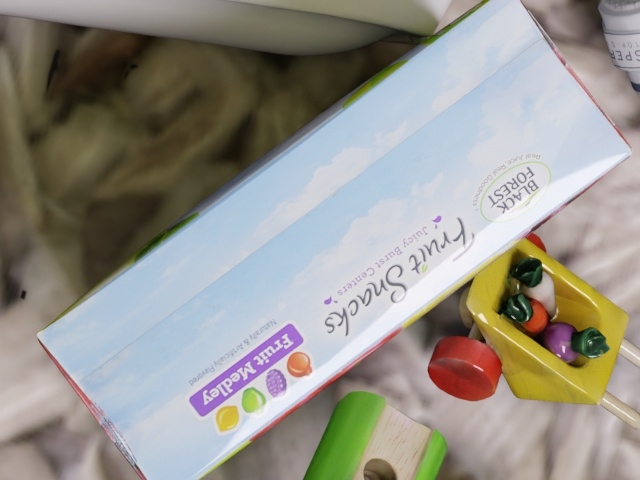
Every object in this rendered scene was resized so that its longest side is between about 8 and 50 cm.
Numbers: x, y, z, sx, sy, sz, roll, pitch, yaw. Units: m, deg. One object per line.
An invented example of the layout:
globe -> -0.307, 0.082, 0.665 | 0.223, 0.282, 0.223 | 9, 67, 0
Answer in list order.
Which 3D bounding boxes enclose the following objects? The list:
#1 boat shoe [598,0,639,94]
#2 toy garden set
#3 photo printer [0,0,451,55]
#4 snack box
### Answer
boat shoe -> 0.250, -0.129, 0.723 | 0.302, 0.109, 0.094 | -30, 111, 5
toy garden set -> 0.116, 0.118, 0.690 | 0.244, 0.049, 0.204 | 32, 56, -9
photo printer -> -0.074, -0.203, 0.685 | 0.307, 0.107, 0.256 | 9, 91, -4
snack box -> 0.000, 0.000, 0.644 | 0.174, 0.207, 0.070 | -36, 93, -1
